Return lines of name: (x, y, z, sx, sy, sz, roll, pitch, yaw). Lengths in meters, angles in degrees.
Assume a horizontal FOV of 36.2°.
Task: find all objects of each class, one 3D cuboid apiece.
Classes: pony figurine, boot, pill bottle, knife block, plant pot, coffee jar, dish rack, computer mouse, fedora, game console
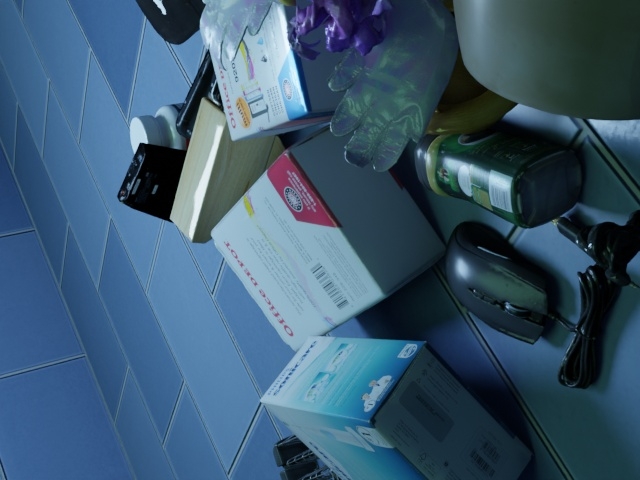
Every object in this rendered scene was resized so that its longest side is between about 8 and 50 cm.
pony figurine: (0.022, -0.284, 0.938, 0.303, 0.363, 0.351, 37, 101, 16)
boot: (-0.094, -0.376, 1.261, 0.096, 0.280, 0.264, 54, 156, -14)
pill bottle: (-0.227, -0.183, 1.679, 0.108, 0.180, 0.108, 34, 130, 52)
knife block: (-0.148, -0.163, 1.496, 0.088, 0.276, 0.242, 42, 166, 47)
plant pot: (0.214, -0.255, 0.721, 0.323, 0.323, 0.280, 45, 141, 44)
coffee jar: (0.187, -0.077, 1.065, 0.184, 0.096, 0.079, 29, 137, 54)
dish rack: (0.017, 0.398, 1.603, 0.271, 0.074, 0.208, -40, 68, 57)
computer mouse: (0.217, 0.035, 1.097, 0.262, 0.060, 0.184, 47, 140, 42)
fedora: (0.153, -0.178, 1.066, 0.194, 0.194, 0.079, 52, 178, 38)
game console: (-0.176, -0.175, 1.602, 0.361, 0.213, 0.044, -60, 41, 28)

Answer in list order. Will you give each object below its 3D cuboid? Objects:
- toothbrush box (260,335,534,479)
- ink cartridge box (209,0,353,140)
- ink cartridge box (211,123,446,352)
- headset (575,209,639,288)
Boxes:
toothbrush box: (0.087, 0.239, 1.252, 0.216, 0.126, 0.295, 46, 156, -17)
ink cartridge box: (-0.019, -0.240, 1.292, 0.233, 0.168, 0.171, -7, 97, 61)
ink cartridge box: (0.000, 0.000, 1.347, 0.226, 0.131, 0.306, 55, 150, 2)
headset: (0.377, -0.033, 0.650, 0.394, 0.185, 0.243, -10, 92, 50)
